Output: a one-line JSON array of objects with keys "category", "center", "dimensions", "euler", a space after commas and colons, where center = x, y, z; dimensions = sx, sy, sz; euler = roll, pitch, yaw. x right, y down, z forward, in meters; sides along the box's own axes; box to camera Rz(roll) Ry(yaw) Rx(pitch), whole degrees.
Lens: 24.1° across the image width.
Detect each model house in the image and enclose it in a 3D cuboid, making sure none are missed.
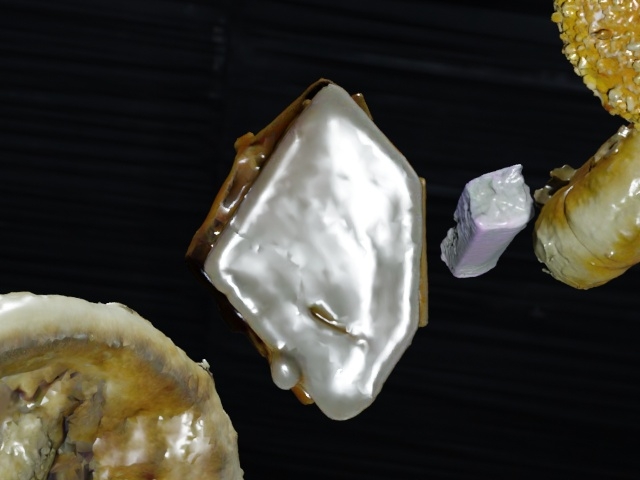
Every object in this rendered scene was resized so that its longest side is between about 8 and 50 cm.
[{"category": "model house", "center": [0.000, 0.000, 1.242], "dimensions": [0.219, 0.199, 0.229], "euler": [-45, 10, 4]}]

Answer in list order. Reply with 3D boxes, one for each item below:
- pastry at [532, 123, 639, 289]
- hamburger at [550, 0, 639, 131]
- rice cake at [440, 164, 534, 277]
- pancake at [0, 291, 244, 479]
[{"category": "pastry", "center": [0.311, -0.060, 1.474], "dimensions": [0.257, 0.121, 0.236], "euler": [-41, -2, -15]}, {"category": "hamburger", "center": [0.337, -0.212, 1.226], "dimensions": [0.170, 0.301, 0.302], "euler": [-64, -16, -72]}, {"category": "rice cake", "center": [0.187, -0.012, 1.729], "dimensions": [0.399, 0.070, 0.064], "euler": [86, 168, -80]}, {"category": "pancake", "center": [-0.190, 0.200, 0.989], "dimensions": [0.065, 0.356, 0.356], "euler": [17, 102, 47]}]
